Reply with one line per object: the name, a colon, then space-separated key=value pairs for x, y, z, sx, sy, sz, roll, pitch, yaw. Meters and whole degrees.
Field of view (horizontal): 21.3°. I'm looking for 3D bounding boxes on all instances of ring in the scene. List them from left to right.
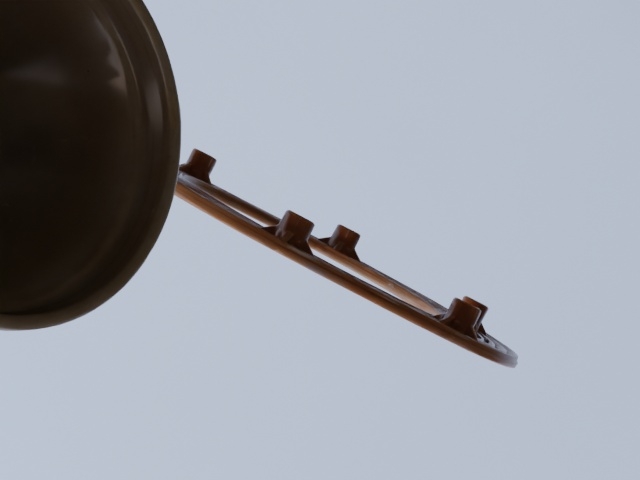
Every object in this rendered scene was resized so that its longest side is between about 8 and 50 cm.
ring: x=0.000 y=0.000 z=1.242 sx=0.336 sy=0.032 sz=0.336 roll=28 pitch=-178 yaw=-1

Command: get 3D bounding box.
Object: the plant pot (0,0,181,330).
plant pot: x=-0.203 y=-0.067 z=0.987 sx=0.237 sy=0.110 sz=0.237 roll=1 pitch=-92 yaw=-46
